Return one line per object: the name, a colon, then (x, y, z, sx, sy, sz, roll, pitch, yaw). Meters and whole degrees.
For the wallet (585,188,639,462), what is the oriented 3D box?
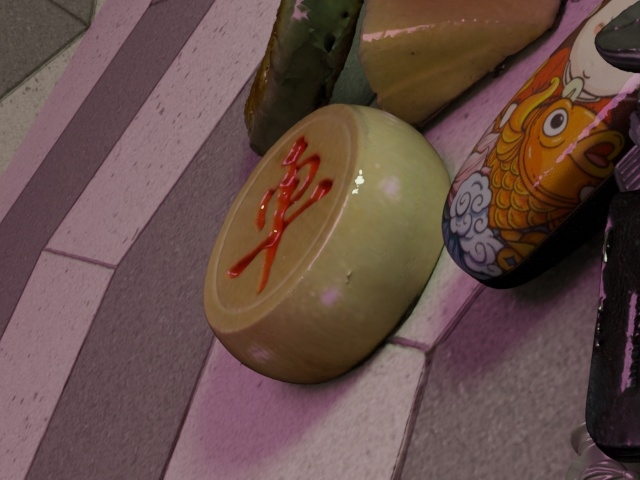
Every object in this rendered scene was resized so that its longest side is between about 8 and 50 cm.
wallet: (0.259, 0.021, 0.576, 0.318, 0.045, 0.172, -13, 53, 48)

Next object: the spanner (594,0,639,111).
spanner: (0.258, -0.085, 0.607, 0.325, 0.026, 0.093, 18, 69, 53)

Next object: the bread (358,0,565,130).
bread: (0.146, -0.216, 1.131, 0.178, 0.135, 0.240, -4, 49, 20)

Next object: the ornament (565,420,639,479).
ornament: (0.157, 0.138, 0.673, 0.068, 0.041, 0.092, -51, 15, 1)

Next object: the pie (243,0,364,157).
pie: (-0.015, -0.228, 1.286, 0.371, 0.078, 0.296, -89, 17, -63)

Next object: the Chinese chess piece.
Chinese chess piece: (0.000, 0.000, 1.059, 0.251, 0.097, 0.251, -43, 29, 30)

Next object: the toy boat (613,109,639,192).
toy boat: (0.268, -0.106, 0.697, 0.260, 0.085, 0.078, -45, 27, 26)

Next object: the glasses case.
glasses case: (0.200, -0.098, 0.818, 0.321, 0.082, 0.122, -47, 23, 21)
